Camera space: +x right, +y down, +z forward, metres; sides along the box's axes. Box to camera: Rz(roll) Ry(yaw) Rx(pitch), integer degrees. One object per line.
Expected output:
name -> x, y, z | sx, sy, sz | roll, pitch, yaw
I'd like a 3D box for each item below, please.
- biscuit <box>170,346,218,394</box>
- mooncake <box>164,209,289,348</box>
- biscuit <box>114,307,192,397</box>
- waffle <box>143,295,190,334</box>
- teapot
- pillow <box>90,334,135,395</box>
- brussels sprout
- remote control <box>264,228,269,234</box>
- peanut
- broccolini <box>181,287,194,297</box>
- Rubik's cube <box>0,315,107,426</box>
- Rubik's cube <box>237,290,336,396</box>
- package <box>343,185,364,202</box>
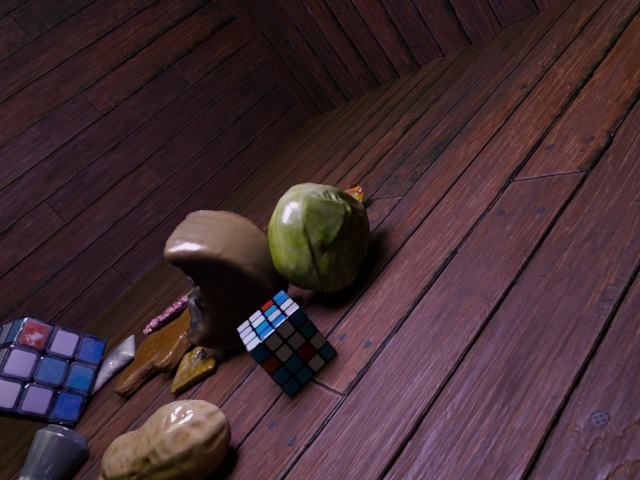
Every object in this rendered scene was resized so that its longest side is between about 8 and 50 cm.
biscuit -> -0.386, 0.386, 1.483 | 0.174, 0.039, 0.183 | -36, 21, 12
mooncake -> -0.291, 0.122, 1.368 | 0.394, 0.393, 0.246 | -38, 21, 33
biscuit -> -0.572, 0.403, 1.738 | 0.394, 0.076, 0.368 | -36, 20, 18
waffle -> -0.646, 0.317, 2.003 | 0.234, 0.055, 0.221 | -42, 3, -33
teapot -> -0.838, 0.706, 1.443 | 0.203, 0.171, 0.225 | 115, 176, -46
pillow -> -0.878, 0.526, 1.998 | 0.254, 0.078, 0.144 | -42, 30, -5
brussels sprout -> 0.000, 0.000, 1.284 | 0.247, 0.328, 0.328 | 12, 49, 34
remote control -> -0.188, -0.036, 2.065 | 0.245, 0.025, 0.063 | -11, 35, 52
peanut -> -0.357, 0.471, 1.059 | 0.387, 0.170, 0.192 | -31, 16, 22
broccolini -> -0.550, 0.191, 2.189 | 0.239, 0.054, 0.051 | -44, -15, -5
Rubik's cube -> -1.137, 0.534, 1.903 | 0.363, 0.362, 0.359 | -18, 55, 43
Rubik's cube -> -0.081, 0.234, 1.101 | 0.151, 0.154, 0.155 | -42, 21, -8
package -> 0.030, -0.076, 1.660 | 0.288, 0.108, 0.223 | -53, 28, -16
